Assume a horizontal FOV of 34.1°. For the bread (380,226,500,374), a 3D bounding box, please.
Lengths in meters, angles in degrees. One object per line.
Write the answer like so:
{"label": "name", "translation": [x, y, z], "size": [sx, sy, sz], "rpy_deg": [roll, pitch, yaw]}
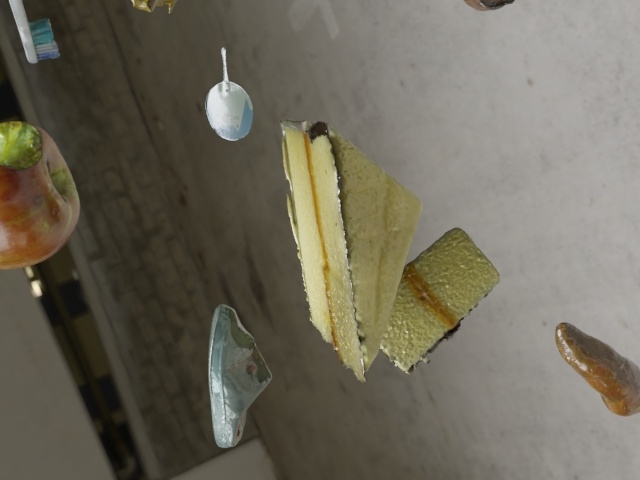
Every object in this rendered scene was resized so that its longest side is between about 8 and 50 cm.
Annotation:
{"label": "bread", "translation": [0.190, 0.097, 1.968], "size": [0.142, 0.266, 0.178], "rpy_deg": [51, 175, -28]}

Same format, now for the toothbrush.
{"label": "toothbrush", "translation": [-0.323, -0.321, 1.084], "size": [0.418, 0.040, 0.042], "rpy_deg": [97, 155, -61]}

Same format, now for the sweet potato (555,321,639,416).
{"label": "sweet potato", "translation": [0.510, 0.231, 1.861], "size": [0.292, 0.097, 0.097], "rpy_deg": [43, -179, -38]}

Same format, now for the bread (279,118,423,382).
{"label": "bread", "translation": [0.000, 0.000, 1.803], "size": [0.242, 0.405, 0.345], "rpy_deg": [27, 169, -17]}

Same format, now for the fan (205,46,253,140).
{"label": "fan", "translation": [-0.174, -0.275, 1.964], "size": [0.113, 0.005, 0.175], "rpy_deg": [6, 108, 32]}

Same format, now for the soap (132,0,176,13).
{"label": "soap", "translation": [-0.383, -0.649, 2.075], "size": [0.304, 0.339, 0.169], "rpy_deg": [26, 179, 8]}

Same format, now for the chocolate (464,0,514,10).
{"label": "chocolate", "translation": [0.213, -0.430, 1.448], "size": [0.214, 0.148, 0.093], "rpy_deg": [49, 177, -20]}

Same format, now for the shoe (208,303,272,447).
{"label": "shoe", "translation": [-0.130, 0.224, 1.699], "size": [0.103, 0.100, 0.251], "rpy_deg": [-86, -4, -68]}

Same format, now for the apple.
{"label": "apple", "translation": [-0.541, -0.072, 1.784], "size": [0.246, 0.226, 0.246], "rpy_deg": [-19, -90, -84]}
